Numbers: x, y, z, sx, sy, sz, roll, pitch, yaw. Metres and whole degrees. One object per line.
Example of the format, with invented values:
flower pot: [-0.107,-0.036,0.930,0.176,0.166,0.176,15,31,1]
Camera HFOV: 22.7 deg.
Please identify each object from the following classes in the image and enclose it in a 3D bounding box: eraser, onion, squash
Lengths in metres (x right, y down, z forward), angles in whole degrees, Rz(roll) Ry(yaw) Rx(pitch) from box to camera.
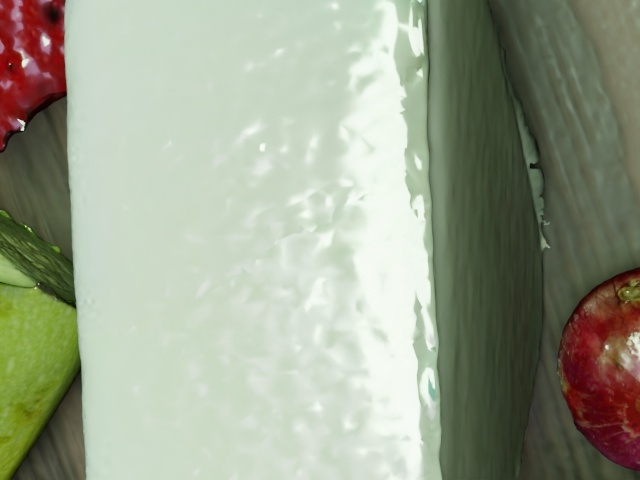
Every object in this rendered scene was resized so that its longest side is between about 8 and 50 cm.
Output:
eraser: [0.000,0.000,0.668,0.150,0.331,0.331,0,104,16]
onion: [0.171,0.064,0.784,0.107,0.097,0.107,1,99,5]
squash: [-0.203,0.098,0.906,0.137,0.137,0.287,26,121,8]

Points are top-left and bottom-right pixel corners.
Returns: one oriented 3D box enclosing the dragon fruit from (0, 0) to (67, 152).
dragon fruit: [-0.128,-0.211,0.743,0.344,0.100,0.282,-30,98,22]
